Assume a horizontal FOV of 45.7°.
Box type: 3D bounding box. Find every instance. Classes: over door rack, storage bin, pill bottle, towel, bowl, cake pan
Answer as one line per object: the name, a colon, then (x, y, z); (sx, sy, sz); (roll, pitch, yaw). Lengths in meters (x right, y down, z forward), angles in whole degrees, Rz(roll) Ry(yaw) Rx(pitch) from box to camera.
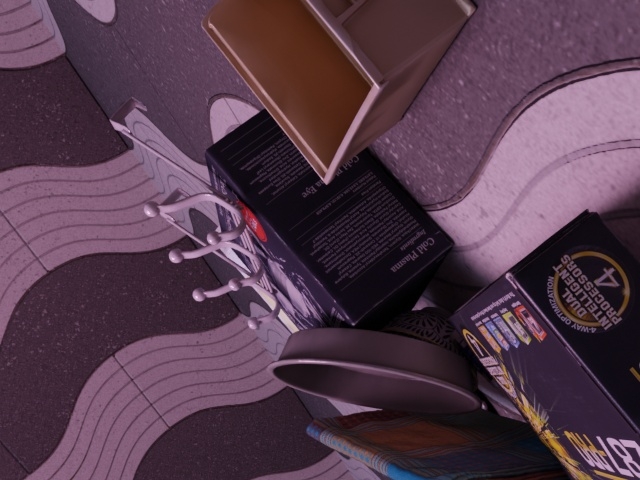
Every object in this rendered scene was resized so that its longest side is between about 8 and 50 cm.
over door rack: (-0.201, -0.028, 1.136); (0.324, 0.108, 0.239); (44, 162, 33)
storage bin: (-0.008, -0.228, 0.761); (0.260, 0.123, 0.262); (51, 165, 5)
pill bottle: (0.233, 0.151, 1.001); (0.120, 0.067, 0.067); (48, 164, 20)
towel: (0.177, 0.276, 1.045); (0.370, 0.271, 0.040); (1, 92, 63)
bowl: (0.167, 0.151, 1.133); (0.170, 0.080, 0.170); (23, 152, 13)
cake pan: (0.074, 0.180, 1.039); (0.293, 0.054, 0.293); (9, 160, 3)

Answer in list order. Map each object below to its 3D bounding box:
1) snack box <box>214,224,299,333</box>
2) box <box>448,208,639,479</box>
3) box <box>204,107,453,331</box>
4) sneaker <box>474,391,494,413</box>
snack box: (-0.046, 0.046, 1.408); (0.322, 0.060, 0.187); (49, 126, 10)
box: (0.272, 0.156, 0.720); (0.318, 0.097, 0.395); (51, 175, 9)
box: (0.000, 0.000, 1.145); (0.312, 0.179, 0.343); (48, 165, 14)
sneaker: (0.282, 0.365, 1.263); (0.234, 0.106, 0.078); (51, 166, 6)
